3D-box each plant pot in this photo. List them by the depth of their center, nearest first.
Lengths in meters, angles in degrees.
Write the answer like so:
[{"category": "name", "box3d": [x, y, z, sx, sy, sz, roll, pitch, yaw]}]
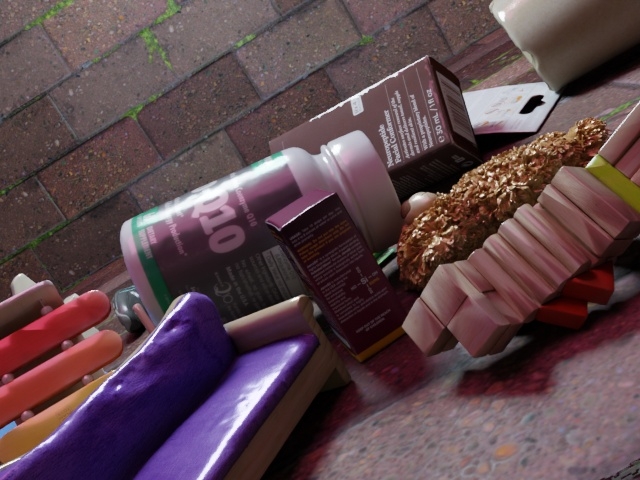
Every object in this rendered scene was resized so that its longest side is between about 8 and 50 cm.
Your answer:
[{"category": "plant pot", "box3d": [0.513, -0.468, 1.421, 0.305, 0.334, 0.334, -37, 10, 21]}]

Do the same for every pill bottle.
[{"category": "pill bottle", "box3d": [-0.075, -0.006, 1.034, 0.361, 0.204, 0.204, -24, 13, -3]}]

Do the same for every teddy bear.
[{"category": "teddy bear", "box3d": [0.229, -0.066, 0.970, 0.338, 0.113, 0.245, -31, 11, 1]}]

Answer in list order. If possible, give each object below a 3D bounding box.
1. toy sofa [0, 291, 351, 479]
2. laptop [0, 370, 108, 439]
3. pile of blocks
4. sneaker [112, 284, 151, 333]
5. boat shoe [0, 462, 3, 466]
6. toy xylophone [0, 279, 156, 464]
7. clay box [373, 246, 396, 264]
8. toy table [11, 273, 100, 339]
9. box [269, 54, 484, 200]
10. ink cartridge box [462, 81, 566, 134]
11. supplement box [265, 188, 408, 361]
[{"category": "toy sofa", "box3d": [-0.129, 0.184, 0.715, 0.150, 0.177, 0.362, -23, 15, 35]}, {"category": "laptop", "box3d": [-0.311, 0.165, 1.068, 0.407, 0.236, 0.382, -32, 14, -2]}, {"category": "pile of blocks", "box3d": [0.254, 0.012, 0.698, 0.362, 0.149, 0.113, -40, 56, 3]}, {"category": "sneaker", "box3d": [-0.404, 0.128, 1.723, 0.106, 0.101, 0.267, -27, 14, 10]}, {"category": "boat shoe", "box3d": [-0.515, 0.365, 1.165, 0.079, 0.084, 0.233, -43, 10, 12]}, {"category": "toy xylophone", "box3d": [-0.263, 0.185, 0.842, 0.236, 0.322, 0.081, -38, -18, -22]}, {"category": "clay box", "box3d": [0.015, 0.037, 1.203, 0.127, 0.053, 0.222, -40, 14, -28]}, {"category": "toy table", "box3d": [-0.652, 0.215, 1.726, 0.274, 0.252, 0.161, -7, 43, 43]}, {"category": "box", "box3d": [0.096, -0.171, 1.408, 0.381, 0.191, 0.143, -25, -24, 31]}, {"category": "ink cartridge box", "box3d": [0.305, -0.229, 1.541, 0.384, 0.091, 0.308, -2, 28, 33]}, {"category": "supplement box", "box3d": [0.021, 0.038, 0.881, 0.080, 0.188, 0.104, -33, 13, -7]}]
